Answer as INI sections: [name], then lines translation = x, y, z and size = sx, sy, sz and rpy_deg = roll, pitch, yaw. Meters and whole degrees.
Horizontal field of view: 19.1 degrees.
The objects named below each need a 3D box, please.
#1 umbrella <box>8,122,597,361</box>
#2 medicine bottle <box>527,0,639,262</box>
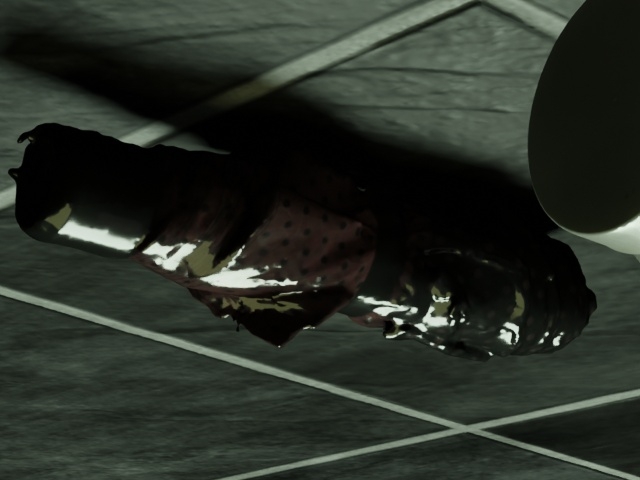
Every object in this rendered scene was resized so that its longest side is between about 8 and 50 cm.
[umbrella]
translation = 0.000, 0.000, 0.943
size = 0.326, 0.094, 0.090
rpy_deg = 15, -159, -33
[medicine bottle]
translation = 0.214, -0.023, 0.775
size = 0.250, 0.131, 0.131
rpy_deg = 15, 157, -29
